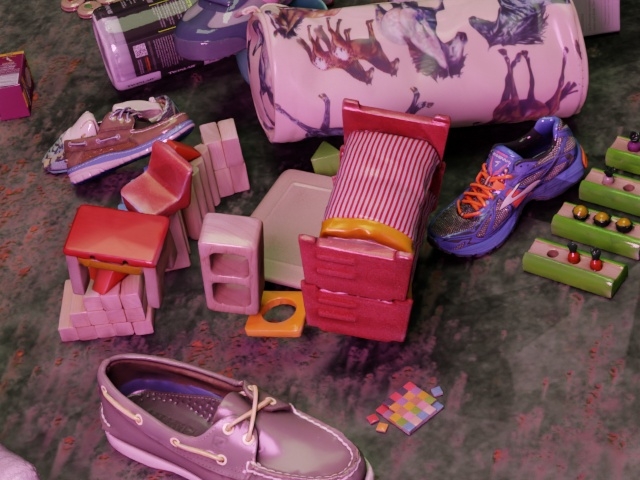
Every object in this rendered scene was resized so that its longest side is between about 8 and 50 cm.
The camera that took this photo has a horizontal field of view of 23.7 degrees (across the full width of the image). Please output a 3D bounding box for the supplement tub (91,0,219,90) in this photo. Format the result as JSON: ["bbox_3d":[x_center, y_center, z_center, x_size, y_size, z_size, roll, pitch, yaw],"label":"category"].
[{"bbox_3d":[-0.202,-0.282,2.053,0.190,0.117,0.117,-18,41,-9],"label":"supplement tub"}]

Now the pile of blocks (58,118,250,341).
[{"bbox_3d":[-0.205,-0.041,1.779,0.149,0.113,0.362,10,44,23],"label":"pile of blocks"}]

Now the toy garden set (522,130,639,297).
[{"bbox_3d":[0.370,-0.030,1.689,0.203,0.049,0.244,19,48,30],"label":"toy garden set"}]

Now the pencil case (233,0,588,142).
[{"bbox_3d":[0.108,-0.222,1.840,0.410,0.160,0.184,-6,82,-6],"label":"pencil case"}]

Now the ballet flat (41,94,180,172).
[{"bbox_3d":[-0.270,-0.143,1.948,0.188,0.070,0.070,-19,41,-9],"label":"ballet flat"}]

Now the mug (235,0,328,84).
[{"bbox_3d":[-0.056,-0.242,1.990,0.157,0.097,0.129,-38,48,-27],"label":"mug"}]

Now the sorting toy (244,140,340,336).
[{"bbox_3d":[0.000,0.000,1.741,0.196,0.047,0.348,9,44,27],"label":"sorting toy"}]

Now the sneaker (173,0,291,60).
[{"bbox_3d":[-0.086,-0.352,1.944,0.112,0.131,0.319,18,48,29],"label":"sneaker"}]

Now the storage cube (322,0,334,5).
[{"bbox_3d":[-0.094,-0.440,2.160,0.215,0.184,0.193,-11,41,-1],"label":"storage cube"}]

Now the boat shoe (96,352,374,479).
[{"bbox_3d":[-0.092,0.187,1.507,0.305,0.091,0.109,14,46,26],"label":"boat shoe"}]

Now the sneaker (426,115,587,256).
[{"bbox_3d":[0.203,-0.066,1.730,0.221,0.087,0.083,-39,45,-17],"label":"sneaker"}]

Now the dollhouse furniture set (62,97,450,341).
[{"bbox_3d":[-0.066,-0.038,1.603,0.374,0.152,0.201,9,53,7],"label":"dollhouse furniture set"}]

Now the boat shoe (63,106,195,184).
[{"bbox_3d":[-0.241,-0.127,1.869,0.183,0.066,0.066,-21,2,20],"label":"boat shoe"}]

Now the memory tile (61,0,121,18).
[{"bbox_3d":[-0.300,-0.368,2.254,0.113,0.012,0.148,27,52,35],"label":"memory tile"}]

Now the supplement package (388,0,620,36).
[{"bbox_3d":[0.231,-0.368,2.011,0.293,0.177,0.175,-9,41,1],"label":"supplement package"}]

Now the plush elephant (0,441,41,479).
[{"bbox_3d":[-0.459,0.182,1.474,0.255,0.272,0.330,-20,11,-31],"label":"plush elephant"}]

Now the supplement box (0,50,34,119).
[{"bbox_3d":[-0.416,-0.210,2.064,0.043,0.055,0.083,-9,41,2],"label":"supplement box"}]

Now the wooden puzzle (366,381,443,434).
[{"bbox_3d":[0.090,0.170,1.552,0.083,0.006,0.049,-36,46,-26],"label":"wooden puzzle"}]
